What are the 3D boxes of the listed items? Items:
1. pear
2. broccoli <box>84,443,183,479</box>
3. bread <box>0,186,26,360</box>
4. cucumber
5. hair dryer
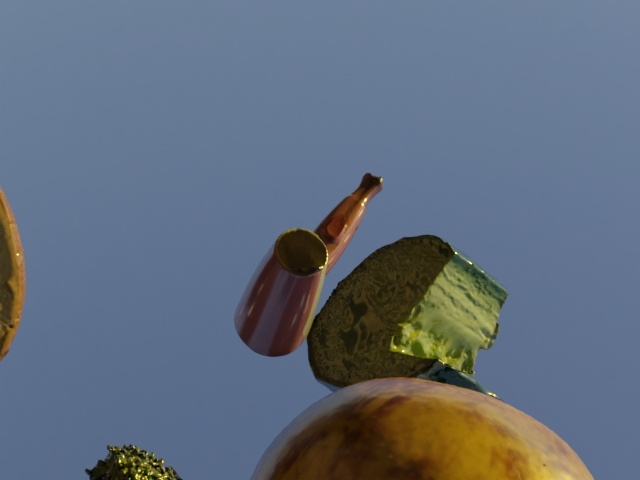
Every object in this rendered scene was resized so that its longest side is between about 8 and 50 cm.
[{"bbox_3d":[0.071,0.235,0.918,0.280,0.281,0.281,-10,-136,10],"label":"pear"},{"bbox_3d":[-0.173,0.273,1.148,0.160,0.167,0.154,-12,-157,7],"label":"broccoli"},{"bbox_3d":[-0.343,0.032,1.027,0.236,0.236,0.070,-36,-157,-18],"label":"bread"},{"bbox_3d":[0.091,0.099,1.292,0.191,0.130,0.191,-24,-133,28],"label":"cucumber"},{"bbox_3d":[-0.001,0.002,0.923,0.054,0.106,0.154,31,-130,5],"label":"hair dryer"}]
